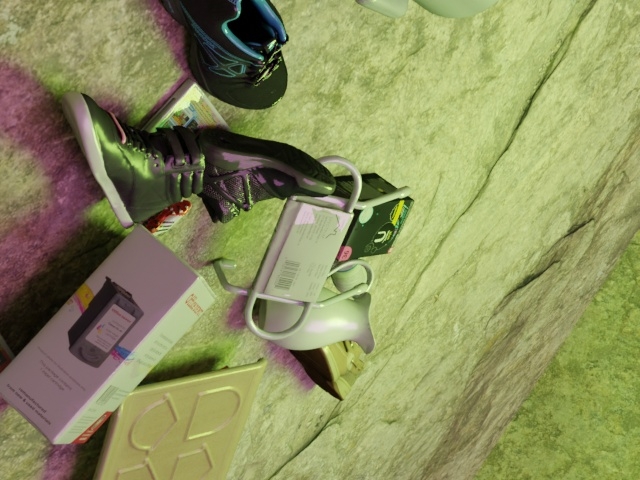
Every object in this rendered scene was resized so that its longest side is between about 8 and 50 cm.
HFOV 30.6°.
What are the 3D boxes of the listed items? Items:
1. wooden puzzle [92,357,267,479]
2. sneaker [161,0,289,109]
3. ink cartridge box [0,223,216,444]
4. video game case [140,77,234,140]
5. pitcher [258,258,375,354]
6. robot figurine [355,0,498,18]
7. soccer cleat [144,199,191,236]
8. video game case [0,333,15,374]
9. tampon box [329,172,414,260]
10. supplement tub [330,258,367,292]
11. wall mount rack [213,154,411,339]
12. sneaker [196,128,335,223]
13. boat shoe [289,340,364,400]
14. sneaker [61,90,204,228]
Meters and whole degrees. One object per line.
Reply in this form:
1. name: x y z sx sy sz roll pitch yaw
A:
1. wooden puzzle: -0.274 0.355 2.088 0.348 0.080 0.322 -11 131 -45
2. sneaker: -0.108 -0.263 1.598 0.125 0.140 0.341 -52 153 -7
3. ink cartridge box: -0.307 0.144 1.707 0.306 0.131 0.226 -50 173 -9
4. video game case: -0.205 -0.144 1.715 0.143 0.019 0.157 -49 150 -7
5. pitcher: -0.003 0.114 2.137 0.125 0.207 0.177 145 -51 -74
6. robot figurine: 0.172 -0.452 1.725 0.300 0.200 0.353 -50 152 13
7. soccer cleat: -0.233 -0.033 1.790 0.083 0.029 0.035 -38 157 -19
8. video game case: -0.531 0.173 1.592 0.204 0.025 0.285 -40 149 -20
9. tampon box: 0.070 -0.044 2.129 0.161 0.101 0.120 -9 129 -51
10. supplement tub: 0.049 0.049 2.235 0.071 0.071 0.107 -43 149 -16
11. wall mount rack: 0.000 0.000 1.957 0.304 0.130 0.350 12 116 -25
12. sneaker: -0.095 -0.084 1.773 0.228 0.087 0.130 10 126 -26
13. boat shoe: 0.019 0.219 2.345 0.110 0.122 0.341 -51 161 -12
14. sneaker: -0.241 -0.130 1.555 0.147 0.104 0.295 -25 153 -5
